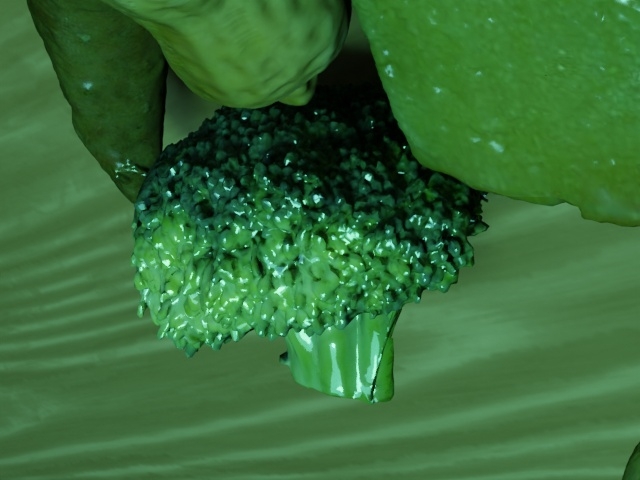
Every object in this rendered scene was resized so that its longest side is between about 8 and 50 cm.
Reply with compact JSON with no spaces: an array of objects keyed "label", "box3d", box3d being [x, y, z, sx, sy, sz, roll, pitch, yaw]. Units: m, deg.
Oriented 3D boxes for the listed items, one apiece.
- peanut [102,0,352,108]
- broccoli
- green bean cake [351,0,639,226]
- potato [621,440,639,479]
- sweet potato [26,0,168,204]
[{"label":"peanut","box3d":[-0.047,-0.127,0.665,0.101,0.117,0.263,-17,157,14]},{"label":"broccoli","box3d":[0.000,-0.003,0.836,0.226,0.198,0.176,33,134,34]},{"label":"green bean cake","box3d":[0.130,-0.127,0.642,0.233,0.124,0.236,10,138,33]},{"label":"potato","box3d":[0.279,0.147,0.769,0.266,0.229,0.229,-8,127,48]},{"label":"sweet potato","box3d":[-0.113,-0.175,0.787,0.130,0.130,0.423,26,146,12]}]
